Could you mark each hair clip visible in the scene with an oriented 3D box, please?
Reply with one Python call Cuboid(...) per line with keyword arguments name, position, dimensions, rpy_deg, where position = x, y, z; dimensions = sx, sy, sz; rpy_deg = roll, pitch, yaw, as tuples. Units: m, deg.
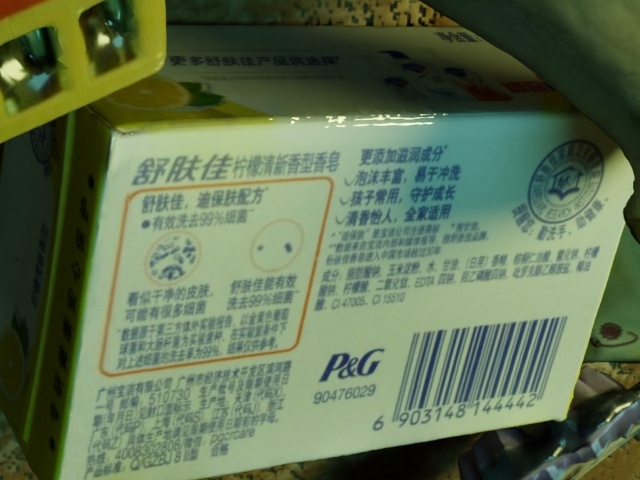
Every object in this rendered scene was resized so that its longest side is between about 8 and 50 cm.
Cuboid(name="hair clip", position=(0.080, 0.147, 0.780), dimensions=(0.292, 0.084, 0.106), rpy_deg=(-41, 152, 9))

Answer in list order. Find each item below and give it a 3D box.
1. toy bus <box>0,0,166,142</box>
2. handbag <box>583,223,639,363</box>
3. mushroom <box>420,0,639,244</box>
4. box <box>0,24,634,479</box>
Cuboid(name="toy bus", position=(-0.217, -0.051, 0.463), dimensions=(0.336, 0.121, 0.123), rpy_deg=(-27, 137, -18))
Cuboid(name="handbag", position=(0.211, -0.024, 0.750), dimensions=(0.213, 0.127, 0.235), rpy_deg=(3, 130, -10))
Cuboid(name="mushroom", position=(0.064, -0.130, 0.550), dimensions=(0.128, 0.128, 0.350), rpy_deg=(-45, 107, -2))
Cuboid(name="box", position=(0.000, 0.000, 0.649), dimensions=(0.265, 0.097, 0.168), rpy_deg=(-6, 121, -31))
